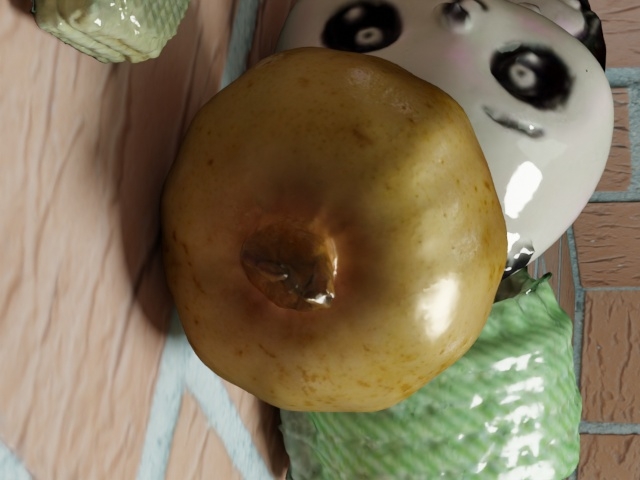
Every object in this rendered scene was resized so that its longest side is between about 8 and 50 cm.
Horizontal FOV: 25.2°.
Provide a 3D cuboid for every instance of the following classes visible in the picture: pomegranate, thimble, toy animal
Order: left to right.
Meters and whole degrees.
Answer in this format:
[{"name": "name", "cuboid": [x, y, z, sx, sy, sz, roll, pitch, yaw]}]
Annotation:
[{"name": "pomegranate", "cuboid": [0.004, -0.004, 0.799, 0.207, 0.207, 0.207, -1, 90, -75]}, {"name": "thimble", "cuboid": [0.074, 0.103, 1.022, 0.219, 0.219, 0.150, -39, 123, -72]}, {"name": "toy animal", "cuboid": [0.087, -0.082, 1.023, 0.310, 0.251, 0.251, -49, 136, -61]}]

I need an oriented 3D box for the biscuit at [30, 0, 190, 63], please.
[{"name": "biscuit", "cuboid": [-0.092, -0.211, 0.698, 0.150, 0.052, 0.252, 24, 66, -75]}]
